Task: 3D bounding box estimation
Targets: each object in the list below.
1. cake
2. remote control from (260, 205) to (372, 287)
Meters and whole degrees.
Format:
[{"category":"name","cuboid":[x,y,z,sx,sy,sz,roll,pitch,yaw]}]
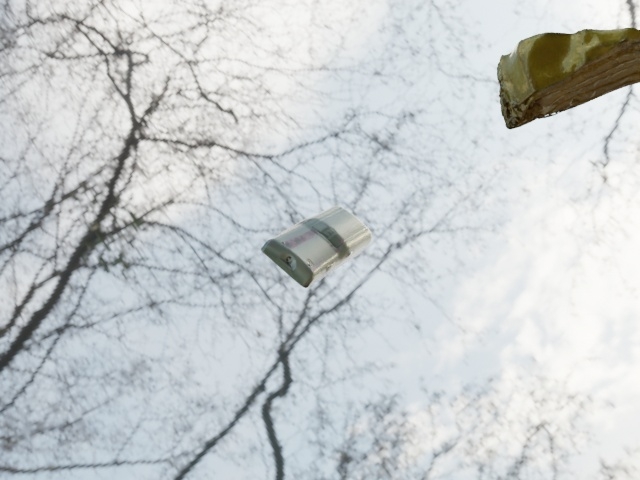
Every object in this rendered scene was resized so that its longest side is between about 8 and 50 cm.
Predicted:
[{"category":"cake","cuboid":[0.294,-0.190,1.112,0.079,0.185,0.116,76,-153,-56]},{"category":"remote control","cuboid":[0.000,0.000,0.985,0.029,0.065,0.166,-53,-11,25]}]
